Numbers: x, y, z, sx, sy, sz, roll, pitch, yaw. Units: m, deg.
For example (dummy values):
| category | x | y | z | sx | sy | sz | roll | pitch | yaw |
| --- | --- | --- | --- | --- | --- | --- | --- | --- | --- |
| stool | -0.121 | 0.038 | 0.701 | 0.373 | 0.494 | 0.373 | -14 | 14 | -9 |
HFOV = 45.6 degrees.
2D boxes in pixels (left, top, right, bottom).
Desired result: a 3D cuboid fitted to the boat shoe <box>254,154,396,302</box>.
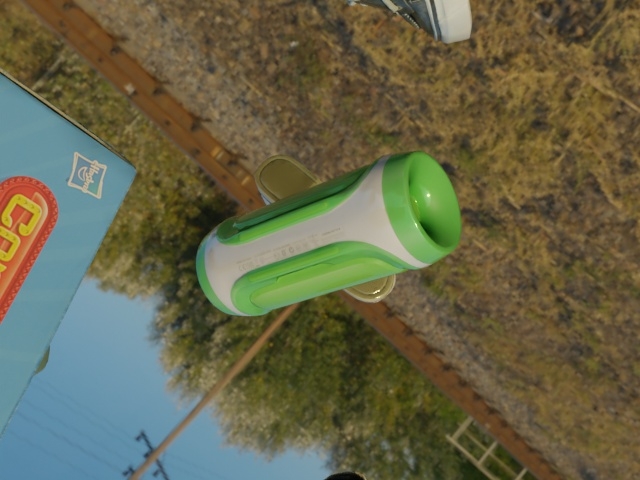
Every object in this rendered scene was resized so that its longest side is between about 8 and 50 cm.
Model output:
| category | x | y | z | sx | sy | sz | roll | pitch | yaw |
| --- | --- | --- | --- | --- | --- | --- | --- | --- | --- |
| boat shoe | 0.014 | -0.013 | 1.218 | 0.302 | 0.113 | 0.103 | 50 | 171 | 25 |

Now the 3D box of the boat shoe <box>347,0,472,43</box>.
| category | x | y | z | sx | sy | sz | roll | pitch | yaw |
| --- | --- | --- | --- | --- | --- | --- | --- | --- | --- |
| boat shoe | 0.058 | -0.269 | 0.688 | 0.335 | 0.119 | 0.121 | 30 | -132 | -66 |

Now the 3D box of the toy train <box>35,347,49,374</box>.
| category | x | y | z | sx | sy | sz | roll | pitch | yaw |
| --- | --- | --- | --- | --- | --- | --- | --- | --- | --- |
| toy train | -0.433 | 0.108 | 0.737 | 0.190 | 0.334 | 0.142 | -33 | -64 | -71 |

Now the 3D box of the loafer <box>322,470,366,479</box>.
| category | x | y | z | sx | sy | sz | roll | pitch | yaw |
| --- | --- | --- | --- | --- | --- | --- | --- | --- | --- |
| loafer | 0.043 | 0.390 | 1.138 | 0.268 | 0.102 | 0.092 | 66 | -166 | -84 |

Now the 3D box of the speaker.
| category | x | y | z | sx | sy | sz | roll | pitch | yaw |
| --- | --- | --- | --- | --- | --- | --- | --- | --- | --- |
| speaker | 0.000 | 0.000 | 0.844 | 0.297 | 0.131 | 0.131 | -19 | 132 | 35 |

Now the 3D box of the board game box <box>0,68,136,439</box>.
| category | x | y | z | sx | sy | sz | roll | pitch | yaw |
| --- | --- | --- | --- | --- | --- | --- | --- | --- | --- |
| board game box | -0.252 | 0.098 | 0.359 | 0.086 | 0.308 | 0.302 | 38 | 147 | -30 |
